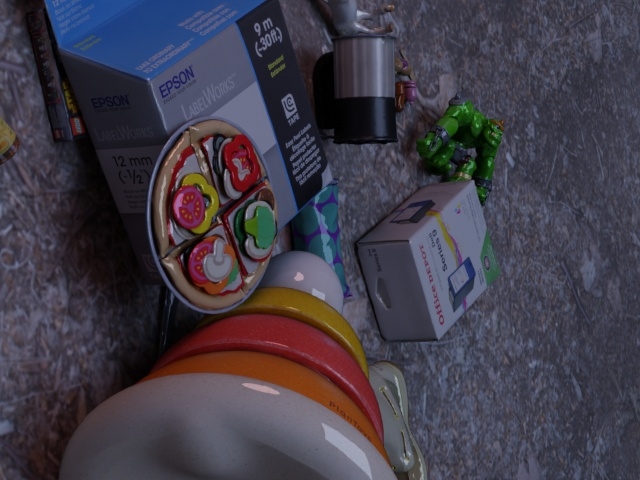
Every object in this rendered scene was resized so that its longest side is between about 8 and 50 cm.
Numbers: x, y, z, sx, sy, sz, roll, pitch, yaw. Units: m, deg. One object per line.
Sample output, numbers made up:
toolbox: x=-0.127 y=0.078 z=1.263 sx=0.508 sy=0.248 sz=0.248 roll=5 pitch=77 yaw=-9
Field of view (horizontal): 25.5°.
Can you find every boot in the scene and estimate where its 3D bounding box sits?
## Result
boot: x=0.058 y=0.268 z=1.804 sx=0.165 sy=0.077 sz=0.213 roll=-7 pitch=86 yaw=-56

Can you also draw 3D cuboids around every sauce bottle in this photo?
sauce bottle: x=-0.336 y=-0.124 z=1.328 sx=0.128 sy=0.042 sz=0.042 roll=50 pitch=47 yaw=-36

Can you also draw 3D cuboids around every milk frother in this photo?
milk frother: x=0.023 y=-0.188 z=1.774 sx=0.143 sy=0.129 sz=0.134 roll=-3 pitch=91 yaw=-62

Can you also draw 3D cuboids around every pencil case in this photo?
pencil case: x=0.000 y=0.000 z=1.769 sx=0.070 sy=0.064 sz=0.151 roll=-6 pitch=91 yaw=-39

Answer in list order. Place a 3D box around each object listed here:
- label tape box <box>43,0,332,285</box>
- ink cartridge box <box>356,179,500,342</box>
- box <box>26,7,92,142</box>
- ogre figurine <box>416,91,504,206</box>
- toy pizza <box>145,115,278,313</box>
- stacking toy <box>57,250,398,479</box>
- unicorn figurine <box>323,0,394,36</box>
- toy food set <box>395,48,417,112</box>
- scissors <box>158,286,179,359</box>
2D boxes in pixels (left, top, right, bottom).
label tape box: x=-0.132 y=-0.159 z=1.513 sx=0.249 sy=0.115 sz=0.347 roll=-44 pitch=126 yaw=-47
ink cartridge box: x=0.152 y=0.027 z=1.961 sx=0.212 sy=0.093 sz=0.154 roll=-38 pitch=116 yaw=-49
box: x=-0.250 y=-0.177 z=1.468 sx=0.094 sy=0.027 sz=0.137 roll=-24 pitch=106 yaw=-53
ogre figurine: x=0.209 y=-0.138 z=2.074 sx=0.197 sy=0.097 sz=0.118 roll=30 pitch=78 yaw=-32
toy pizza: x=-0.101 y=-0.026 z=1.433 sx=0.201 sy=0.032 sz=0.201 roll=1 pitch=89 yaw=-54
stacking toy: x=-0.049 y=0.171 z=1.529 sx=0.480 sy=0.350 sz=0.350 roll=-70 pitch=141 yaw=-57
unicorn figurine: x=0.035 y=-0.317 z=1.849 sx=0.060 sy=0.111 sz=0.162 roll=-67 pitch=152 yaw=-49
toy food set: x=0.110 y=-0.217 z=1.999 sx=0.078 sy=0.019 sz=0.122 roll=62 pitch=40 yaw=-28
scissors: x=-0.161 y=-0.013 z=1.585 sx=0.109 sy=0.021 sz=0.297 roll=50 pitch=48 yaw=-42
